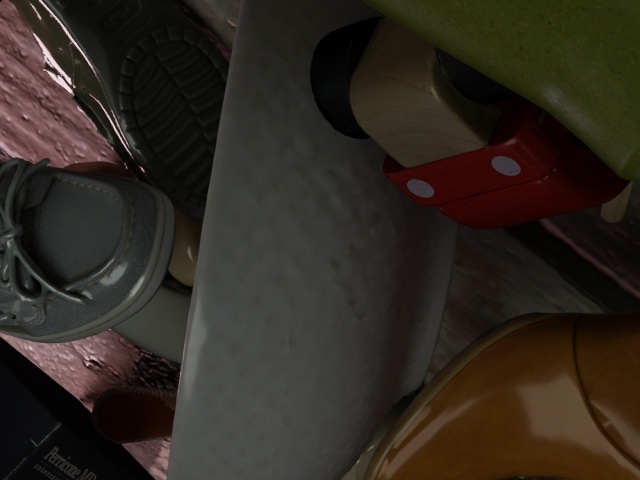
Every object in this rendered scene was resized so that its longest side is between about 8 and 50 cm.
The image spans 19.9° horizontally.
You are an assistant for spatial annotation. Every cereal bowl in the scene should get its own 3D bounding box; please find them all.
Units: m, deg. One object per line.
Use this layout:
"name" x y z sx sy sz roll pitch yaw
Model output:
"cereal bowl" 0.000 0.000 1.069 0.141 0.339 0.339 10 141 -4

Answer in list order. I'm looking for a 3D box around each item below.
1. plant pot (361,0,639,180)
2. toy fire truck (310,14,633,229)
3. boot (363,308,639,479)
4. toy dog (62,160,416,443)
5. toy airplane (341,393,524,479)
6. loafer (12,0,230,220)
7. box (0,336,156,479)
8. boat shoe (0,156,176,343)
"plant pot" 0.078 -0.221 0.655 0.353 0.366 0.366 48 144 9
"toy fire truck" 0.127 -0.081 0.956 0.246 0.217 0.158 42 146 -27
"boot" 0.185 0.125 1.028 0.211 0.295 0.104 54 -172 27
"toy dog" -0.102 0.093 1.361 0.333 0.161 0.220 50 143 -13
"toy airplane" 0.062 0.273 1.314 0.384 0.272 0.386 30 127 -31
"loafer" -0.133 -0.125 1.239 0.251 0.094 0.087 58 158 -12
"box" -0.308 0.244 1.456 0.179 0.312 0.343 43 173 24
"boat shoe" -0.241 0.002 1.248 0.320 0.118 0.103 3 169 34
